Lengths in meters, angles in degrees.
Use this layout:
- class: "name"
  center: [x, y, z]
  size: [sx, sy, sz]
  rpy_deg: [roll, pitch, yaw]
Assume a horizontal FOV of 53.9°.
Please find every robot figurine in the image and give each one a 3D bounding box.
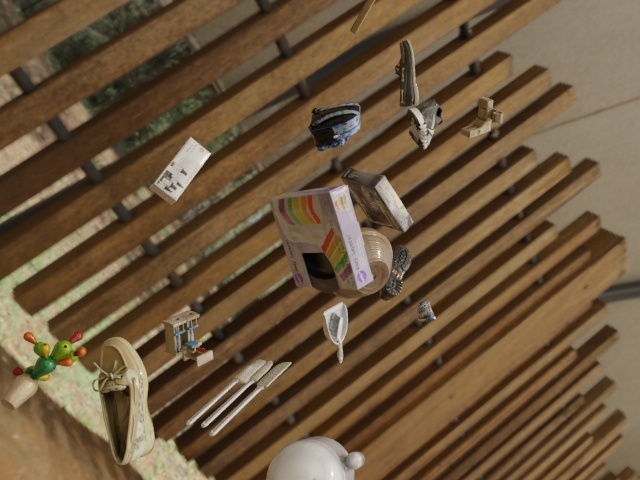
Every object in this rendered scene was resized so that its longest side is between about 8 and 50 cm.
- class: "robot figurine"
  center: [-0.022, 0.622, 1.650]
  size: [0.200, 0.300, 0.353]
  rpy_deg: [64, 5, 18]

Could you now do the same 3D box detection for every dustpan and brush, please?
- class: "dustpan and brush"
  center: [0.062, 0.349, 2.316]
  size: [0.060, 0.147, 0.211]
  rpy_deg: [14, -71, 29]

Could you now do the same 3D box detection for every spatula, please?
- class: "spatula"
  center: [-0.191, 0.355, 1.450]
  size: [0.168, 0.242, 0.019]
  rpy_deg: [-4, -60, 53]

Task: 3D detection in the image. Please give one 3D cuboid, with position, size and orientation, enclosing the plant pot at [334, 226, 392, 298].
- class: "plant pot"
  center: [0.131, 0.088, 1.905]
  size: [0.110, 0.237, 0.237]
  rpy_deg: [46, -13, 52]

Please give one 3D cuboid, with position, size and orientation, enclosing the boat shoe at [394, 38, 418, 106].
- class: "boat shoe"
  center: [0.294, -0.580, 2.187]
  size: [0.081, 0.068, 0.228]
  rpy_deg: [-76, 157, -80]

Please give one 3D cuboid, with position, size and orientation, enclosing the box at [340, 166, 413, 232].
- class: "box"
  center: [0.192, -0.139, 2.141]
  size: [0.183, 0.056, 0.231]
  rpy_deg: [21, -25, 51]

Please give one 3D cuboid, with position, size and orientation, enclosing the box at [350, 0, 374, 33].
- class: "box"
  center: [0.148, -0.680, 1.755]
  size: [0.021, 0.201, 0.164]
  rpy_deg: [30, 26, -6]

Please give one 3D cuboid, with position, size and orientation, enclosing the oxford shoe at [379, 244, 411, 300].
- class: "oxford shoe"
  center: [0.247, 0.109, 2.162]
  size: [0.082, 0.227, 0.096]
  rpy_deg: [31, -36, -5]

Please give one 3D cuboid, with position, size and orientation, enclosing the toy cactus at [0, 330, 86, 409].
- class: "toy cactus"
  center: [-0.597, 0.268, 1.319]
  size: [0.219, 0.180, 0.112]
  rpy_deg: [-20, -64, 35]

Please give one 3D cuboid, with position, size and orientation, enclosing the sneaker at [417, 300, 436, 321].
- class: "sneaker"
  center: [0.323, 0.218, 1.958]
  size: [0.135, 0.052, 0.058]
  rpy_deg: [-130, -149, -86]

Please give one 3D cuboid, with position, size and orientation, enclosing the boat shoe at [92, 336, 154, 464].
- class: "boat shoe"
  center: [-0.455, 0.364, 1.443]
  size: [0.089, 0.104, 0.285]
  rpy_deg: [-1, 73, -70]

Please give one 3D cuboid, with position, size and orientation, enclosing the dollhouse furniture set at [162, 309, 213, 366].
- class: "dollhouse furniture set"
  center: [-0.467, 0.356, 2.312]
  size: [0.183, 0.129, 0.129]
  rpy_deg: [13, -68, 37]

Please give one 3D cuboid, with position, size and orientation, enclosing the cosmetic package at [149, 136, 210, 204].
- class: "cosmetic package"
  center: [-0.496, -0.249, 2.241]
  size: [0.099, 0.239, 0.060]
  rpy_deg: [40, -31, -20]

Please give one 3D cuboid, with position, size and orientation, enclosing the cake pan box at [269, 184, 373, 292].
- class: "cake pan box"
  center: [0.000, 0.000, 1.599]
  size: [0.245, 0.070, 0.267]
  rpy_deg: [1, -68, 50]

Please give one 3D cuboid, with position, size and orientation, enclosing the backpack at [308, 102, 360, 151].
- class: "backpack"
  center: [0.059, -0.385, 2.097]
  size: [0.158, 0.173, 0.117]
  rpy_deg: [-83, 155, -54]

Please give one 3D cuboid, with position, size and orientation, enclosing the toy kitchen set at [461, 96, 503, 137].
- class: "toy kitchen set"
  center: [0.407, -0.305, 1.583]
  size: [0.068, 0.075, 0.083]
  rpy_deg: [39, -37, 46]

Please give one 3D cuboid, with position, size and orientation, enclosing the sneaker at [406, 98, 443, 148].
- class: "sneaker"
  center: [0.321, -0.347, 1.874]
  size: [0.078, 0.106, 0.234]
  rpy_deg: [56, 1, 20]
